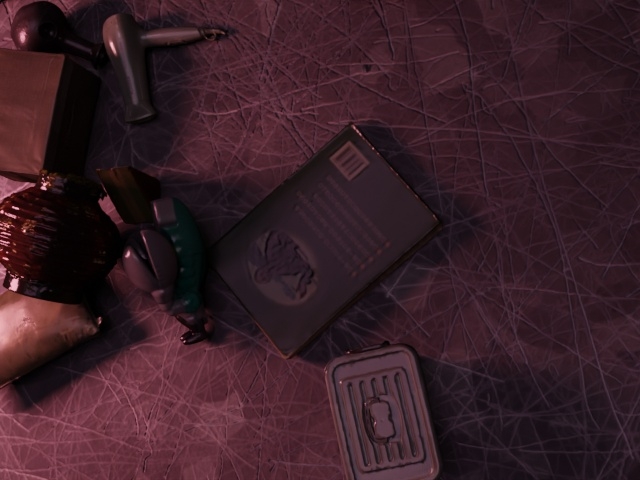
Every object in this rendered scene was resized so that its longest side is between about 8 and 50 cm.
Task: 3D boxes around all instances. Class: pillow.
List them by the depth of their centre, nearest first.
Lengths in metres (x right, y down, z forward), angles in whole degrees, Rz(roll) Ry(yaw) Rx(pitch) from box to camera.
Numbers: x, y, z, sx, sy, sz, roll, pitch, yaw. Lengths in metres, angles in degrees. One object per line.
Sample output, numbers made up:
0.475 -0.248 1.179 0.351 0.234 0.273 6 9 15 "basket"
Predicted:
-0.560 0.162 1.697 0.302 0.075 0.185 -30 68 6 "pillow"

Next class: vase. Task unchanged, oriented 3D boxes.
-0.504 -0.391 1.751 0.182 0.120 0.120 21 87 -3 "vase"

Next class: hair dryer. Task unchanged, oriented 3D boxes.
-0.287 -0.350 1.723 0.237 0.075 0.206 -16 86 2 "hair dryer"

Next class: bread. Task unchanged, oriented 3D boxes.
-0.354 -0.083 1.651 0.074 0.139 0.084 -2 82 11 "bread"

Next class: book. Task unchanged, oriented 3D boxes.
0.000 0.000 1.613 0.371 0.043 0.260 -41 73 4 "book"

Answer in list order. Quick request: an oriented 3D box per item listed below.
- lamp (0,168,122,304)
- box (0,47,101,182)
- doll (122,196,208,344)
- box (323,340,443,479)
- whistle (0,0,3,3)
-0.468 -0.010 1.587 0.246 0.247 0.247 -2 82 13 "lamp"
-0.532 -0.228 1.706 0.155 0.149 0.231 7 84 13 "box"
-0.272 0.053 1.589 0.153 0.195 0.258 -14 70 -19 "doll"
0.113 0.294 1.498 0.163 0.135 0.243 -15 80 11 "box"
-0.719 -0.576 1.827 0.180 0.093 0.269 -41 74 -20 "whistle"
